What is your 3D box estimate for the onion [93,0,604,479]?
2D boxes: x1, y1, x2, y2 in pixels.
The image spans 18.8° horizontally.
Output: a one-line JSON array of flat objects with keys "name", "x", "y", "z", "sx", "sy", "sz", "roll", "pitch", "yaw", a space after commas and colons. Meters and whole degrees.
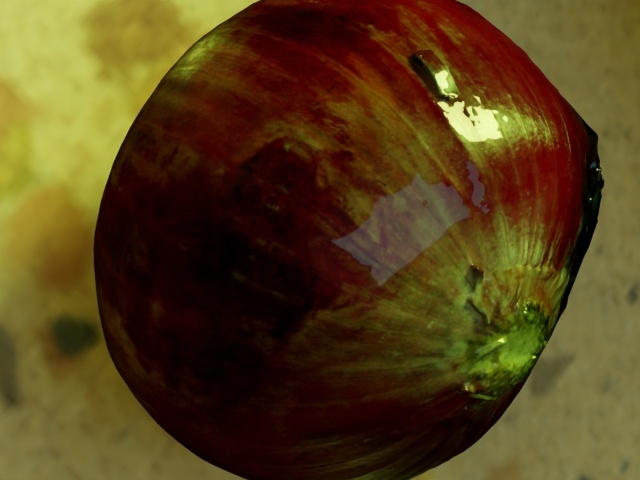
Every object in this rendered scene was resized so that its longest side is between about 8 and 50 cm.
[{"name": "onion", "x": 0.000, "y": 0.000, "z": 0.432, "sx": 0.118, "sy": 0.118, "sz": 0.117, "roll": -8, "pitch": 109, "yaw": -34}]
